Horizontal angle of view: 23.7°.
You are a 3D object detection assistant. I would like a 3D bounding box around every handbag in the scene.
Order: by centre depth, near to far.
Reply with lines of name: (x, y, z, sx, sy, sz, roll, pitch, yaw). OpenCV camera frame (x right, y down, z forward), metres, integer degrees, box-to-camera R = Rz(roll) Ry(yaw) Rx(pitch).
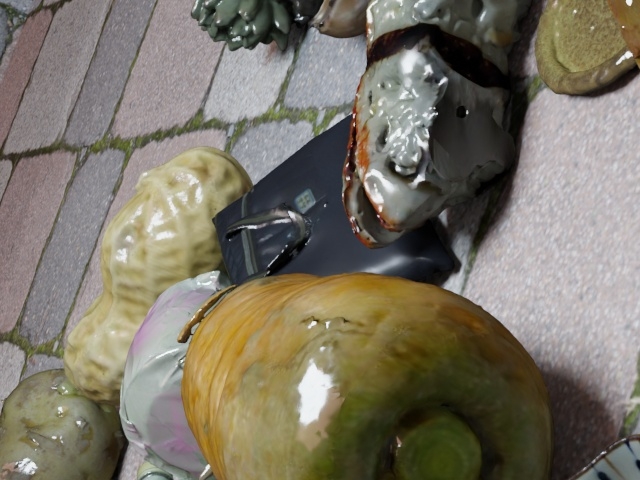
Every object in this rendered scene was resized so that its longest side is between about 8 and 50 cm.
handbag: (0.000, 0.000, 1.398, 0.211, 0.088, 0.254, -31, 38, 10)

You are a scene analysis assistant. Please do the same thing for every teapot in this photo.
teapot: (-0.098, 0.143, 1.492, 0.163, 0.221, 0.178, -20, 33, 9)

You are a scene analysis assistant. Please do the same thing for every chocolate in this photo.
chocolate: (0.081, -0.313, 1.558, 0.261, 0.083, 0.161, -62, 7, 10)

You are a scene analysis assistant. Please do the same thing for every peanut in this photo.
peanut: (-0.170, 0.048, 1.606, 0.325, 0.153, 0.140, -57, 26, 20)

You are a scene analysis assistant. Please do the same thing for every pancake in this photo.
pancake: (0.235, -0.200, 1.214, 0.199, 0.021, 0.199, -46, 30, 37)

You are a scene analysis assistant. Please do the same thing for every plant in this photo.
plant: (-0.059, -0.308, 1.788, 0.194, 0.132, 0.129, -64, 20, -5)

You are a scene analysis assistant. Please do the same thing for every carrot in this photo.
carrot: (0.026, 0.131, 1.125, 0.224, 0.224, 0.341, -69, 16, -4)

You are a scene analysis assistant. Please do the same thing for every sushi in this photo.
sushi: (0.104, -0.144, 1.312, 0.130, 0.124, 0.332, -22, 51, 45)

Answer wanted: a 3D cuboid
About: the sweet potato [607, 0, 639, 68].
sweet potato: (0.315, -0.183, 0.910, 0.337, 0.131, 0.131, -18, 53, 58)

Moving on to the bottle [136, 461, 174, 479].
bottle: (-0.156, 0.311, 1.500, 0.083, 0.083, 0.269, -56, 25, 23)

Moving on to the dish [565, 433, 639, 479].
dish: (0.191, 0.213, 0.890, 0.191, 0.066, 0.190, -43, 35, 41)

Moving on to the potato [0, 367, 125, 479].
potato: (-0.325, 0.279, 1.798, 0.165, 0.165, 0.262, -27, 42, 55)
